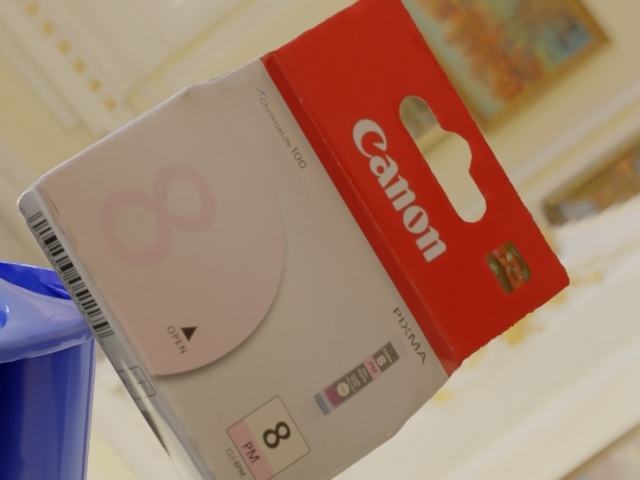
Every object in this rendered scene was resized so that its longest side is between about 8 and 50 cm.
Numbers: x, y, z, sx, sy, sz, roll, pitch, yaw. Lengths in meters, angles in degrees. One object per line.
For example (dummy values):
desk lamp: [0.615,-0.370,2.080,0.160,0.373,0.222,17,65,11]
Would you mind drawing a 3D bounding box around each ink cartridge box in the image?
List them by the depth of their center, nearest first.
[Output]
ink cartridge box: [0.000,0.000,0.935,0.189,0.232,0.066,59,161,-4]

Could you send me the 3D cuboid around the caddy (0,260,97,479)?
caddy: [-0.277,0.065,1.068,0.241,0.341,0.179,-21,-65,-63]
